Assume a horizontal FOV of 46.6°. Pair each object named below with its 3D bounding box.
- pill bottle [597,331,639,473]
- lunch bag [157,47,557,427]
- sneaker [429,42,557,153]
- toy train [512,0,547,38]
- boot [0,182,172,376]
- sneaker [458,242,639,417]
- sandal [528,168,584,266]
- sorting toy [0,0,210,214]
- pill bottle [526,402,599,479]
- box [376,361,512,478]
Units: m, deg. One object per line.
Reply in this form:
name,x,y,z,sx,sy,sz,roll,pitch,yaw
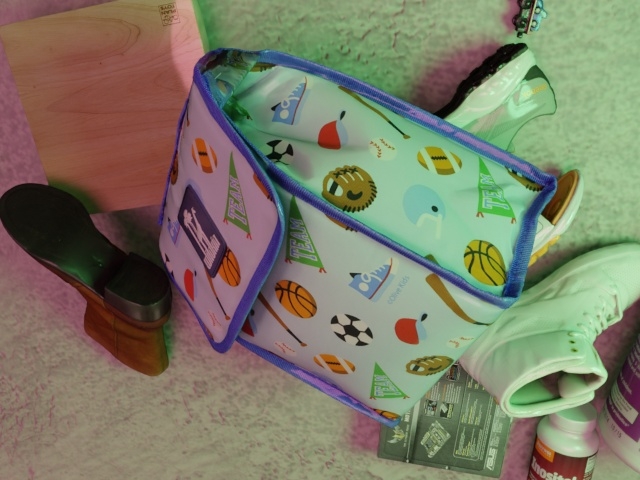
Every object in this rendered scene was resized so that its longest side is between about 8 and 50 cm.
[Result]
pill bottle,0.482,0.148,0.925,0.169,0.169,0.302,17,113,3
lunch bag,0.000,0.000,0.839,0.385,0.239,0.328,30,140,1
sneaker,0.169,-0.118,0.920,0.271,0.100,0.108,-38,105,21
toy train,0.260,-0.315,0.867,0.036,0.027,0.158,10,112,-5
boot,-0.317,0.063,1.040,0.264,0.096,0.280,27,150,2
sneaker,0.319,0.116,0.903,0.292,0.169,0.108,-26,121,-4
sandal,0.226,0.004,0.953,0.076,0.102,0.265,36,114,-7
sorting toy,-0.246,-0.178,0.974,0.257,0.089,0.255,-7,109,12
pill bottle,0.344,0.302,1.053,0.086,0.086,0.152,6,111,8
box,0.184,0.219,1.066,0.183,0.056,0.231,8,111,8
